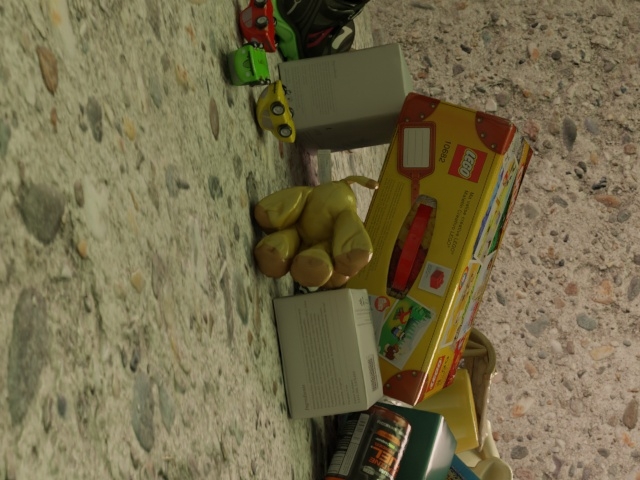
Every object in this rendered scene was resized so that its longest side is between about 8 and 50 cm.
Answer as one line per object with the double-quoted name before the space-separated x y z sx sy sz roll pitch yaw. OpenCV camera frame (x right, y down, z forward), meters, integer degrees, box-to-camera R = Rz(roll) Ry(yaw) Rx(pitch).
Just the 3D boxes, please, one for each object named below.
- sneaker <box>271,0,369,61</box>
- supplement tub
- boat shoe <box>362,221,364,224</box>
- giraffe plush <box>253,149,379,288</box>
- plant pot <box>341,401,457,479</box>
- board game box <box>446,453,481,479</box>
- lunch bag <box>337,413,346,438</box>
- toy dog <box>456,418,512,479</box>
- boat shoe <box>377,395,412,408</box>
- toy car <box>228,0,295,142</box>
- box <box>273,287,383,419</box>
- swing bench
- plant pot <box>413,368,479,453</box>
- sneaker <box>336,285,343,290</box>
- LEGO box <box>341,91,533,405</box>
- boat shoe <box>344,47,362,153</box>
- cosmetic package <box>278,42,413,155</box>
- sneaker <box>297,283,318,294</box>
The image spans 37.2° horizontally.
"sneaker" 0.013 -0.432 1.746 0.483 0.202 0.185 19 63 -79
"supplement tub" 0.066 0.362 1.488 0.106 0.106 0.197 66 41 -56
"boat shoe" -0.001 -0.028 1.624 0.102 0.108 0.301 50 18 13
"giraffe plush" 0.000 0.000 1.398 0.170 0.182 0.210 83 21 -58
"plant pot" 0.114 0.414 1.608 0.165 0.166 0.234 58 44 -57
"board game box" 0.241 0.546 1.791 0.302 0.086 0.308 -142 -142 -63
"lunch bag" 0.060 0.333 1.749 0.083 0.053 0.071 69 21 -62
"toy dog" 0.331 0.618 2.408 0.408 0.285 0.395 -41 130 -79
"boat shoe" 0.114 0.297 1.806 0.226 0.083 0.075 21 82 -43
"toy car" -0.096 -0.256 1.399 0.225 0.053 0.238 -41 121 -78
"box" 0.015 0.167 1.447 0.181 0.119 0.181 17 64 -79
"swing bench" 0.276 0.328 2.207 0.165 0.255 0.253 -69 163 -51
"plant pot" 0.204 0.366 2.004 0.254 0.239 0.253 -10 90 -80
"sneaker" 0.114 0.091 1.999 0.256 0.151 0.094 59 25 -62
"LEGO box" 0.207 0.018 1.757 0.500 0.193 0.372 -72 162 4
"boat shoe" 0.074 -0.331 2.298 0.302 0.103 0.113 71 14 -46
"cosmetic package" 0.061 -0.259 1.794 0.224 0.225 0.138 30 52 -77
"sneaker" -0.022 0.072 1.589 0.040 0.044 0.109 47 -5 1
